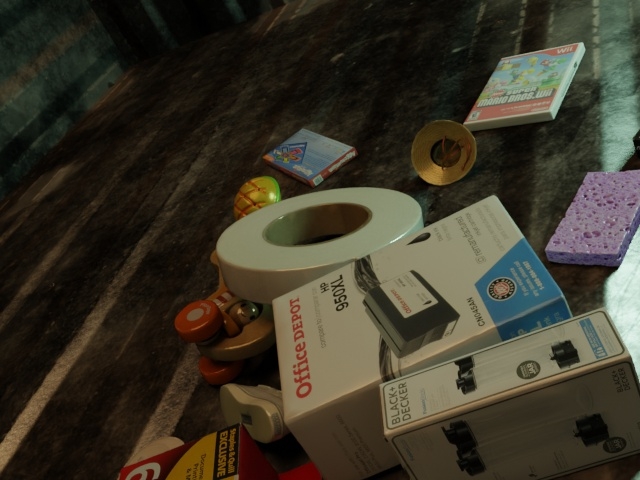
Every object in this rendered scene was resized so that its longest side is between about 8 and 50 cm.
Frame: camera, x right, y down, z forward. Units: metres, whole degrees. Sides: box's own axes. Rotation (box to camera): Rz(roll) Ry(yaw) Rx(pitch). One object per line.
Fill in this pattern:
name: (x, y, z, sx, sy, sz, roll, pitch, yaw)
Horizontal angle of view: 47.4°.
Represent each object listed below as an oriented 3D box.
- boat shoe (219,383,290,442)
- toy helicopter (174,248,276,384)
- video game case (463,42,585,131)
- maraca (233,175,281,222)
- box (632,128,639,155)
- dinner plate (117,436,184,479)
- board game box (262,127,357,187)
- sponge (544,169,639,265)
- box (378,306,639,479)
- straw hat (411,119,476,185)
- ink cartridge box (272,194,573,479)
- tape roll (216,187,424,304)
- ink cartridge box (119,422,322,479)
boat shoe: (-0.093, 0.272, 1.162, 0.081, 0.079, 0.227, -7, 2, -29)
toy helicopter: (-0.147, 0.097, 1.403, 0.234, 0.140, 0.355, -21, 32, 1)
video game case: (0.461, -0.347, 1.644, 0.204, 0.025, 0.285, -3, 40, 39)
maraca: (-0.151, -0.065, 1.691, 0.127, 0.099, 0.186, -5, 65, 40)
box: (0.665, -0.207, 1.242, 0.184, 0.045, 0.190, -47, 35, -22)
dinner plate: (-0.287, 0.384, 1.219, 0.141, 0.017, 0.141, -23, 30, 14)
board game box: (-0.033, -0.217, 1.875, 0.145, 0.027, 0.281, -36, 31, -13)
sponge: (0.460, -0.041, 1.186, 0.117, 0.031, 0.210, 3, 44, 43)
box: (0.233, 0.210, 0.877, 0.289, 0.169, 0.087, -23, 31, 14)
straw hat: (0.268, -0.181, 1.523, 0.144, 0.145, 0.061, -8, -1, 33)
ink cartridge box: (0.141, 0.140, 1.060, 0.394, 0.166, 0.285, -26, 30, 8)
tape roll: (0.000, 0.000, 1.352, 0.391, 0.072, 0.392, -10, 21, 4)
ink cartridge box: (-0.136, 0.407, 0.944, 0.271, 0.130, 0.309, -23, 31, 9)
